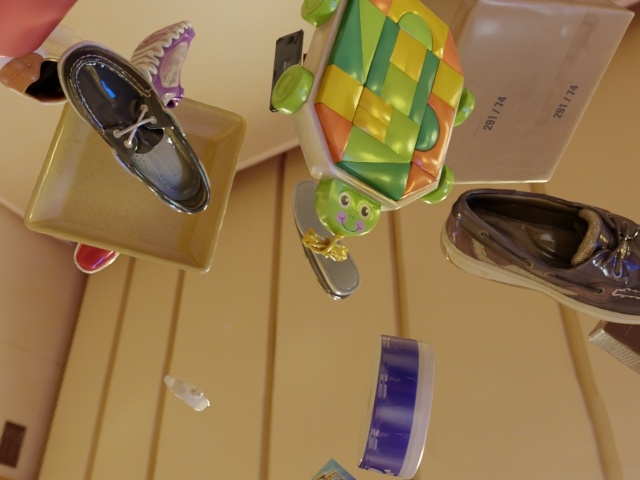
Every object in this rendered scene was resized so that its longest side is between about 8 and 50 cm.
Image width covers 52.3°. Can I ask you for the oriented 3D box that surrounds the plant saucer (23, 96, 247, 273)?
[{"bbox_3d":[-0.337,-0.124,1.236,0.081,0.332,0.333,135,-31,-69],"label":"plant saucer"}]

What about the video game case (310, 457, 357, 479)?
[{"bbox_3d":[0.023,0.660,1.485,0.244,0.061,0.269,-41,-150,-18],"label":"video game case"}]

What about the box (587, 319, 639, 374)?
[{"bbox_3d":[0.649,0.172,1.227,0.203,0.167,0.168,37,-95,19],"label":"box"}]

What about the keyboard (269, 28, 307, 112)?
[{"bbox_3d":[-0.062,-0.375,1.436,0.108,0.023,0.180,-5,-104,40],"label":"keyboard"}]

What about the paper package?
[{"bbox_3d":[0.289,-0.265,1.082,0.168,0.309,0.325,-117,-149,-46],"label":"paper package"}]

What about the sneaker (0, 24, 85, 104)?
[{"bbox_3d":[-0.403,-0.249,0.970,0.106,0.123,0.290,-39,-173,11],"label":"sneaker"}]

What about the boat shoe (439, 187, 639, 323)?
[{"bbox_3d":[0.267,0.010,0.668,0.285,0.092,0.103,15,-113,11],"label":"boat shoe"}]

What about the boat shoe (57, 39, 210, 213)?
[{"bbox_3d":[-0.252,-0.154,0.944,0.114,0.302,0.091,-43,-133,-2],"label":"boat shoe"}]

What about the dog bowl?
[{"bbox_3d":[0.144,0.322,1.280,0.104,0.265,0.265,10,-119,3],"label":"dog bowl"}]

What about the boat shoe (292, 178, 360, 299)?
[{"bbox_3d":[0.000,0.000,1.184,0.081,0.069,0.228,-16,-106,-21],"label":"boat shoe"}]

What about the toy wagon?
[{"bbox_3d":[0.068,-0.140,0.795,0.068,0.267,0.345,-5,-116,53],"label":"toy wagon"}]

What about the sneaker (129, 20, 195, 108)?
[{"bbox_3d":[-0.275,-0.287,1.129,0.095,0.105,0.237,-10,-137,35],"label":"sneaker"}]

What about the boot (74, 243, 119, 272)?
[{"bbox_3d":[-0.442,-0.038,1.439,0.244,0.088,0.176,-53,-166,-25],"label":"boot"}]

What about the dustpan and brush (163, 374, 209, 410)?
[{"bbox_3d":[-0.356,0.421,1.799,0.060,0.147,0.211,-52,-168,-11],"label":"dustpan and brush"}]

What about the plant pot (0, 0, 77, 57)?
[{"bbox_3d":[-0.374,-0.367,0.746,0.243,0.274,0.275,-47,-141,31],"label":"plant pot"}]
